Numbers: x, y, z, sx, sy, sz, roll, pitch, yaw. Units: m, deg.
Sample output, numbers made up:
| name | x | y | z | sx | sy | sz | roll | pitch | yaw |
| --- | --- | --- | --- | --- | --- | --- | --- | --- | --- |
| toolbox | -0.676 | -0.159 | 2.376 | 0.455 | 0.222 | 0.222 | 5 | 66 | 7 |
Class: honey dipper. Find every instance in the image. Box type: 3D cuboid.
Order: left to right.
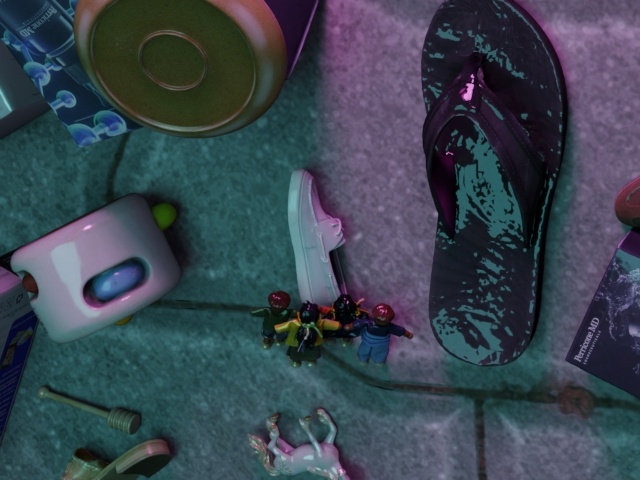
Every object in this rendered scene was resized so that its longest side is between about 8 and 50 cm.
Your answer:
| name | x | y | z | sx | sy | sz | roll | pitch | yaw |
| --- | --- | --- | --- | --- | --- | --- | --- | --- | --- |
| honey dipper | -0.323 | 0.230 | 2.014 | 0.161 | 0.030 | 0.030 | 17 | 112 | 22 |

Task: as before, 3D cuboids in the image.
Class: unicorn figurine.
| name | x | y | z | sx | sy | sz | roll | pitch | yaw |
| --- | --- | --- | --- | --- | --- | --- | --- | --- | --- |
| unicorn figurine | -0.012 | 0.277 | 1.881 | 0.162 | 0.060 | 0.111 | -6 | 104 | 42 |

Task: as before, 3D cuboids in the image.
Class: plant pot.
| name | x | y | z | sx | sy | sz | roll | pitch | yaw |
| --- | --- | --- | --- | --- | --- | --- | --- | --- | --- |
| plant pot | -0.154 | -0.197 | 1.552 | 0.236 | 0.032 | 0.236 | 8 | 133 | 9 |

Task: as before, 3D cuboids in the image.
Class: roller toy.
| name | x | y | z | sx | sy | sz | roll | pitch | yaw |
| --- | --- | --- | --- | --- | --- | --- | --- | --- | --- |
| roller toy | -0.282 | 0.041 | 1.842 | 0.209 | 0.191 | 0.146 | -23 | 97 | 27 |

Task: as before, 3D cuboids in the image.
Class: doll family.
| name | x | y | z | sx | sy | sz | roll | pitch | yaw |
| --- | --- | --- | --- | --- | --- | --- | --- | --- | --- |
| doll family | 0.013 | 0.105 | 1.770 | 0.193 | 0.076 | 0.111 | -3 | 139 | -12 |

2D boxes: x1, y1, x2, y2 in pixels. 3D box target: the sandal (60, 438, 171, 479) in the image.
| name | x | y | z | sx | sy | sz | roll | pitch | yaw |
| --- | --- | --- | --- | --- | --- | --- | --- | --- | --- |
| sandal | -0.310 | 0.317 | 2.022 | 0.240 | 0.088 | 0.079 | -33 | 60 | 21 |

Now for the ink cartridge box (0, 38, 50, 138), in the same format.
| name | x | y | z | sx | sy | sz | roll | pitch | yaw |
| --- | --- | --- | --- | --- | --- | --- | --- | --- | --- |
| ink cartridge box | -0.453 | -0.244 | 1.840 | 0.171 | 0.168 | 0.232 | -27 | 93 | 29 |

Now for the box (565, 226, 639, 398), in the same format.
| name | x | y | z | sx | sy | sz | roll | pitch | yaw |
| --- | --- | --- | --- | --- | --- | --- | --- | --- | --- |
| box | 0.381 | 0.093 | 1.626 | 0.158 | 0.093 | 0.156 | 27 | 115 | 15 |

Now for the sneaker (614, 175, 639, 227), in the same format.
| name | x | y | z | sx | sy | sz | roll | pitch | yaw |
| --- | --- | --- | --- | --- | --- | --- | --- | --- | --- |
| sneaker | 0.406 | -0.049 | 1.582 | 0.188 | 0.071 | 0.066 | -13 | 101 | 26 |

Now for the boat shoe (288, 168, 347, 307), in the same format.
| name | x | y | z | sx | sy | sz | roll | pitch | yaw |
| --- | --- | --- | --- | --- | --- | --- | --- | --- | --- |
| boat shoe | 0.000 | 0.000 | 1.781 | 0.063 | 0.066 | 0.184 | -3 | 105 | 14 |

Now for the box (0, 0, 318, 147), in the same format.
| name | x | y | z | sx | sy | sz | roll | pitch | yaw |
| --- | --- | --- | --- | --- | --- | --- | --- | --- | --- |
| box | -0.226 | -0.344 | 1.607 | 0.293 | 0.212 | 0.395 | -16 | 125 | 26 |

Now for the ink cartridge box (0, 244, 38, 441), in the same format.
| name | x | y | z | sx | sy | sz | roll | pitch | yaw |
| --- | --- | --- | --- | --- | --- | --- | --- | --- | --- |
| ink cartridge box | -0.474 | 0.195 | 1.983 | 0.069 | 0.176 | 0.371 | 26 | 115 | 15 |

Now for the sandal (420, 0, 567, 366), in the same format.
| name | x | y | z | sx | sy | sz | roll | pitch | yaw |
| --- | --- | --- | --- | --- | --- | --- | --- | --- | --- |
| sandal | 0.190 | -0.060 | 1.652 | 0.167 | 0.107 | 0.446 | 3 | 107 | 23 |
